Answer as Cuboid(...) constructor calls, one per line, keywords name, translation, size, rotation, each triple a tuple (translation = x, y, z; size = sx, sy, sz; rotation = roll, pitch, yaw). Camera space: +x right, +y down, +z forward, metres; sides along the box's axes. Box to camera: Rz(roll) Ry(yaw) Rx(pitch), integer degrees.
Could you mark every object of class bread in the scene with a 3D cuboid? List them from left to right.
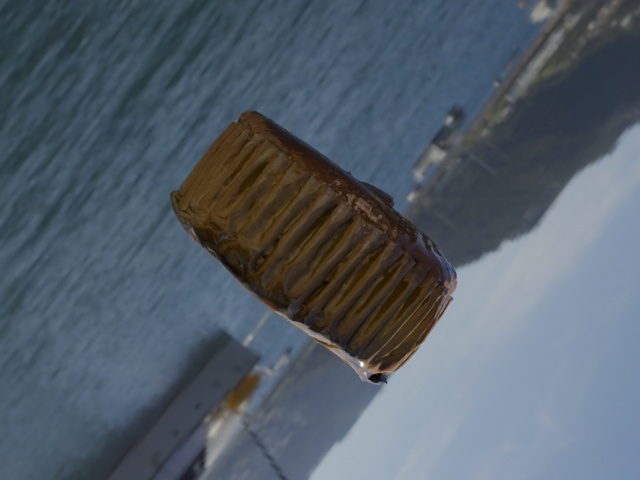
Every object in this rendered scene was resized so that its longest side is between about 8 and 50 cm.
Cuboid(name="bread", translation=(0.000, 0.000, 0.856), size=(0.104, 0.199, 0.199), rotation=(-51, 178, 1))
